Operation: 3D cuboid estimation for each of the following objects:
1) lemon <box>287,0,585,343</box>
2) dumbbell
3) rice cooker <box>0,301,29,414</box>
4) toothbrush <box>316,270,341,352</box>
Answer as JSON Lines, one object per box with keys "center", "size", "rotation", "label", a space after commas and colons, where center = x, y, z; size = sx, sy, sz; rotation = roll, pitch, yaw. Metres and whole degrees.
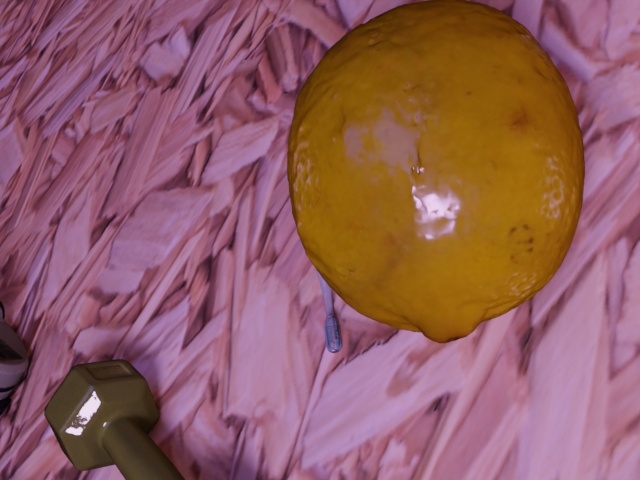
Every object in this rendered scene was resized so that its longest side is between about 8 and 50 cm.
{"center": [0.095, -0.061, 0.765], "size": [0.260, 0.260, 0.284], "rotation": [7, 69, 40], "label": "lemon"}
{"center": [-0.167, 0.232, 0.897], "size": [0.302, 0.121, 0.108], "rotation": [36, 119, 45], "label": "dumbbell"}
{"center": [-0.493, 0.160, 1.129], "size": [0.226, 0.226, 0.244], "rotation": [35, 91, 44], "label": "rice cooker"}
{"center": [0.000, 0.000, 0.958], "size": [0.022, 0.026, 0.263], "rotation": [-7, 55, -1], "label": "toothbrush"}
